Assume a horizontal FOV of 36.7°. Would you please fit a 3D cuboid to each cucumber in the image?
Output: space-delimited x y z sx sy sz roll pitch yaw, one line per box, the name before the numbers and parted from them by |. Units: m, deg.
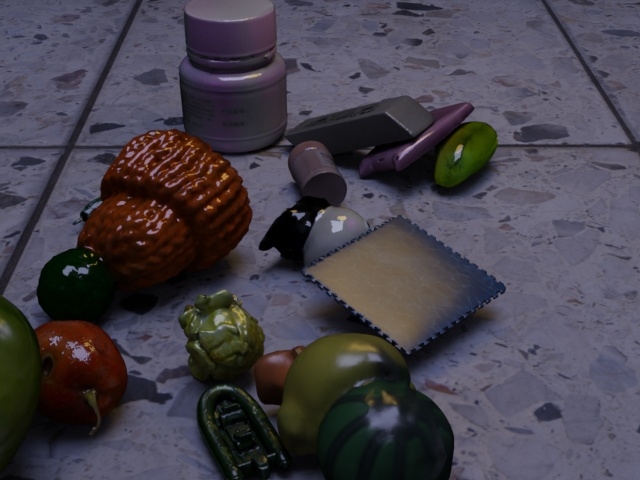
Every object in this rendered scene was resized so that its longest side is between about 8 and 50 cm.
cucumber | -0.416 -0.084 2.023 0.250 0.056 0.056 -25 39 -38

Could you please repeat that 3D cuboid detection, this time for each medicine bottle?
medicine bottle | -0.207 -0.397 2.273 0.256 0.325 0.256 -1 31 1

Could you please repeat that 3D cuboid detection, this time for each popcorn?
popcorn | -0.153 0.156 1.554 0.135 0.162 0.141 22 12 35

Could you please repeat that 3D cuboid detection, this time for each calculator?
calculator | 0.219 -0.238 2.167 0.294 0.043 0.194 -39 18 -29

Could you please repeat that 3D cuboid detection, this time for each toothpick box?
toothpick box | -0.008 -0.139 2.066 0.098 0.098 0.149 -7 33 -11

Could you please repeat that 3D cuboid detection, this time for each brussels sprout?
brussels sprout | -0.540 0.203 1.311 0.344 0.268 0.344 -20 45 21

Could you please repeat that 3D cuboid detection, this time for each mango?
mango | 0.312 -0.193 2.142 0.125 0.111 0.233 -24 17 48

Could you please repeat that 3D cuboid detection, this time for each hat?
hat | -0.327 -0.020 1.731 0.285 0.285 0.400 16 39 25

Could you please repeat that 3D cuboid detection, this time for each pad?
pad | 0.145 0.068 1.682 0.269 0.012 0.269 35 47 30

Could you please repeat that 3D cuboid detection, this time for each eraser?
eraser | 0.084 -0.257 2.186 0.352 0.077 0.111 -7 21 40

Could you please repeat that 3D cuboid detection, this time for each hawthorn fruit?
hawthorn fruit | -0.345 0.218 1.423 0.165 0.165 0.285 -20 27 -28

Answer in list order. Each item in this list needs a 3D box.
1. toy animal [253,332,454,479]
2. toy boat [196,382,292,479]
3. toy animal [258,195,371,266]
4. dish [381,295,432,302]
toy animal | 0.054 0.237 1.367 0.216 0.191 0.338 -10 31 -25
toy boat | -0.120 0.285 1.428 0.104 0.052 0.210 -15 36 -18
toy animal | 0.000 0.000 1.824 0.179 0.138 0.166 23 58 20
dish | 0.136 0.076 1.739 0.190 0.066 0.191 4 36 -3
